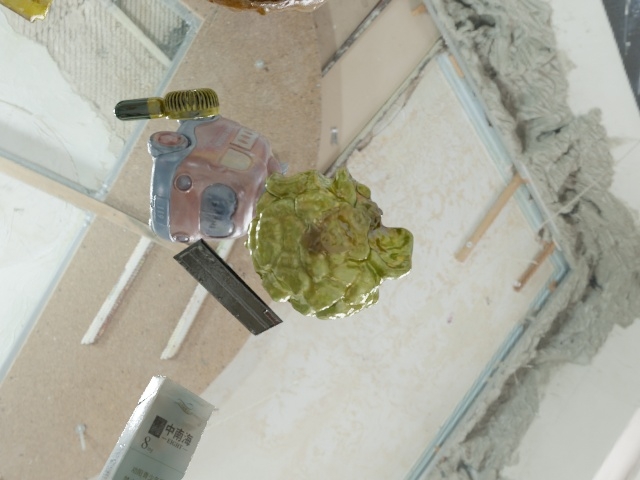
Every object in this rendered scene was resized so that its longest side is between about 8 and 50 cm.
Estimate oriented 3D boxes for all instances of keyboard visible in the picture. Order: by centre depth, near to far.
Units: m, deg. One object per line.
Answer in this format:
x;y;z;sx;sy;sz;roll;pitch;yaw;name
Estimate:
-0.141;0.079;0.761;0.063;0.010;0.198;-29;-63;21;keyboard

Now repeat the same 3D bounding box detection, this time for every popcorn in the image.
0.010;-0.003;0.700;0.181;0.216;0.235;-14;-94;-60;popcorn

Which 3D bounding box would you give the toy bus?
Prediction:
-0.194;-0.119;0.940;0.231;0.294;0.198;13;-55;-2;toy bus

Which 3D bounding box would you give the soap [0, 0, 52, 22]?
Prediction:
-0.605;-0.563;0.833;0.204;0.096;0.324;-45;-43;19;soap

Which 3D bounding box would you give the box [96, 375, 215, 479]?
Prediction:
-0.348;0.438;1.042;0.155;0.067;0.243;46;-132;-29;box

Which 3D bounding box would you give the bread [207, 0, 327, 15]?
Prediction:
-0.092;-0.460;0.708;0.312;0.312;0.172;-26;-27;-24;bread

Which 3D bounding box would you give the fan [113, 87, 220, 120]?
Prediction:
-0.229;-0.201;0.719;0.154;0.082;0.039;-7;-69;-5;fan

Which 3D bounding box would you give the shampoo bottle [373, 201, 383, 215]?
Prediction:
0.110;-0.041;1.365;0.162;0.079;0.079;-35;-51;29;shampoo bottle
